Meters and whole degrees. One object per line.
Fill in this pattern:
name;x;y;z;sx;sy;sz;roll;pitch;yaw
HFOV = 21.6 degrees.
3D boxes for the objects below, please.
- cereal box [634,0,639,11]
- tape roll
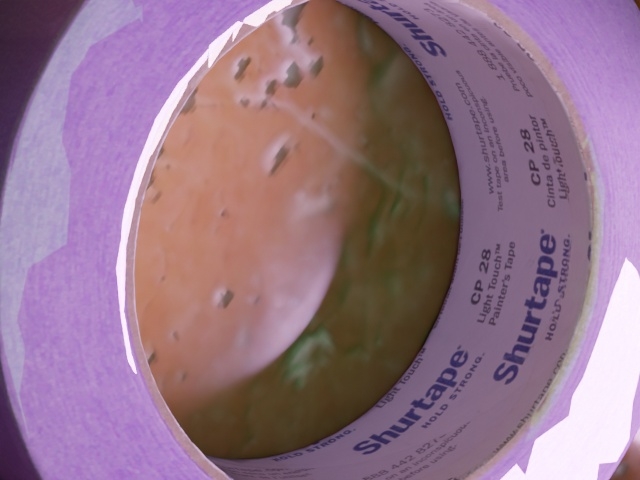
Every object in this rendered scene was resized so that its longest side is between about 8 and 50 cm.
cereal box;0.209;-0.102;0.618;0.047;0.240;0.173;9;93;-30
tape roll;0.000;0.000;0.601;0.275;0.090;0.274;-4;98;-29
